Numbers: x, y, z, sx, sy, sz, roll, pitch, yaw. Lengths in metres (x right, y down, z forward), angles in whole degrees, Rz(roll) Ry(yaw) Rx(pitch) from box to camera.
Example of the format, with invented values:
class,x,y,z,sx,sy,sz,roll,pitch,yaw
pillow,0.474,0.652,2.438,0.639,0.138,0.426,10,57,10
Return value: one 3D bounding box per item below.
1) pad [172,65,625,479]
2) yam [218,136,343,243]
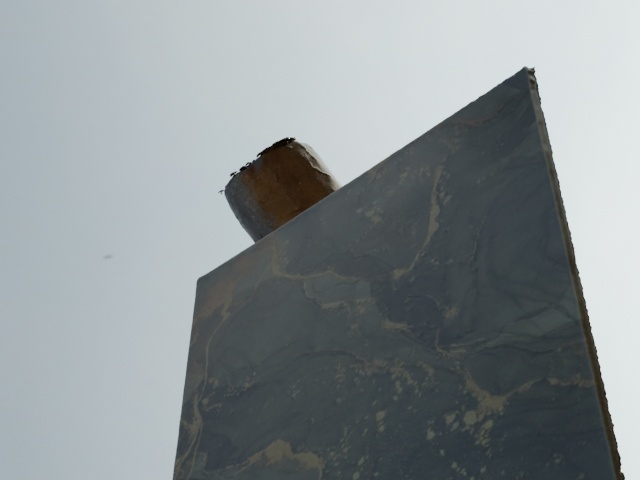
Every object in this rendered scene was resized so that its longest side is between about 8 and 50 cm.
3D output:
class,x,y,z,sx,sy,sz,roll,pitch,yaw
pad,0.016,0.078,0.609,0.007,0.248,0.367,44,-153,-28
yam,0.001,0.000,0.911,0.079,0.079,0.141,-31,-102,-34
